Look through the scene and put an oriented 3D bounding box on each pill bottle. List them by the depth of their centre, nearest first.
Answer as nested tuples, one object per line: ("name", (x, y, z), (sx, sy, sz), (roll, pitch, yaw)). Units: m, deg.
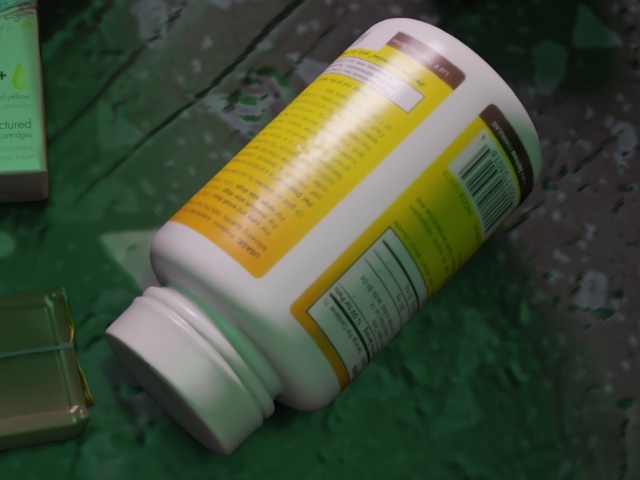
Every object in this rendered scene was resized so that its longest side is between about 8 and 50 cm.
("pill bottle", (0.000, 0.000, 0.733), (0.117, 0.117, 0.215), (45, 74, 2))

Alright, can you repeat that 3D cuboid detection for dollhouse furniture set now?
("dollhouse furniture set", (-0.192, 0.075, 0.734), (0.152, 0.058, 0.076), (-7, 70, -30))

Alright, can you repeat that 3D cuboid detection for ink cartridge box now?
("ink cartridge box", (-0.194, -0.111, 0.754), (0.104, 0.061, 0.181), (-4, 78, -10))
